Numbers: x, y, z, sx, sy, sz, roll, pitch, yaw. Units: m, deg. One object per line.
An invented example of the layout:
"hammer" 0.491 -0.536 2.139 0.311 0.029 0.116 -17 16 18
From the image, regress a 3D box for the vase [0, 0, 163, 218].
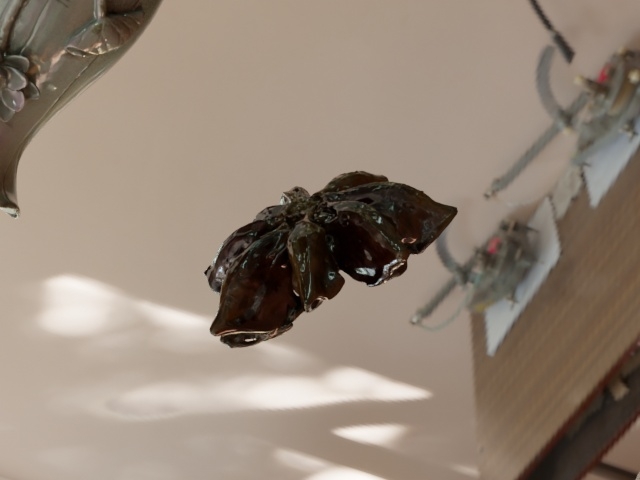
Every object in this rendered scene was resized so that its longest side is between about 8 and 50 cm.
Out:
"vase" -0.348 -0.247 1.247 0.445 0.250 0.250 -61 9 -3

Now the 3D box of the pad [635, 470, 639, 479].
"pad" 0.291 0.310 1.034 0.233 0.022 0.174 -41 -30 -47

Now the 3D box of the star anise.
"star anise" -0.001 0.000 0.611 0.168 0.057 0.168 -26 24 12
